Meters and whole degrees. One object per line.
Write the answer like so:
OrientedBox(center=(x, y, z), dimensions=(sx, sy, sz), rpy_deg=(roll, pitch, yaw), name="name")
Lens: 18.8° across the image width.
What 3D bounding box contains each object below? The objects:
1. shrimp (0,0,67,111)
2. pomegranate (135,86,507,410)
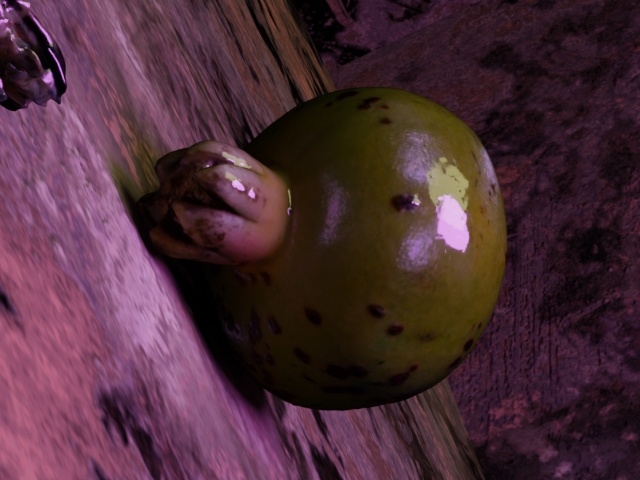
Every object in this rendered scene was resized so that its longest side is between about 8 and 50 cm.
OrientedBox(center=(-0.169, -0.149, 0.781), dimensions=(0.219, 0.046, 0.152), rpy_deg=(57, 13, -38), name="shrimp")
OrientedBox(center=(0.000, 0.000, 1.131), dimensions=(0.248, 0.202, 0.202), rpy_deg=(16, 40, -40), name="pomegranate")
